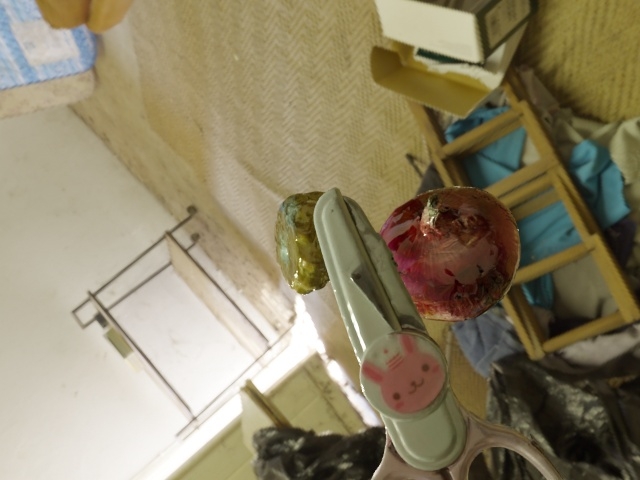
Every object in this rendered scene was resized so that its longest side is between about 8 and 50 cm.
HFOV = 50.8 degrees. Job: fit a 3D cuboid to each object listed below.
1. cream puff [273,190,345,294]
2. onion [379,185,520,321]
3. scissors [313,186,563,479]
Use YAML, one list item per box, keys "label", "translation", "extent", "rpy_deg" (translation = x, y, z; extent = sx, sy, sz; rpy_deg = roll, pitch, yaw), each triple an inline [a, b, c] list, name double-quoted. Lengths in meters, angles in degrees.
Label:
- label: "cream puff"
  translation: [0.000, 0.000, 0.955]
  extent: [0.146, 0.116, 0.146]
  rpy_deg: [172, 90, -67]
- label: "onion"
  translation: [0.115, 0.001, 0.657]
  extent: [0.150, 0.150, 0.140]
  rpy_deg: [38, 178, 31]
- label: "scissors"
  translation: [0.049, 0.082, 0.395]
  extent: [0.242, 0.118, 0.030]
  rpy_deg: [66, -171, 8]
